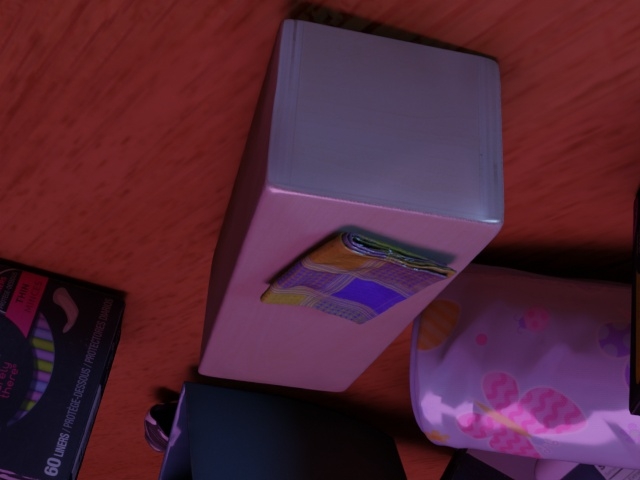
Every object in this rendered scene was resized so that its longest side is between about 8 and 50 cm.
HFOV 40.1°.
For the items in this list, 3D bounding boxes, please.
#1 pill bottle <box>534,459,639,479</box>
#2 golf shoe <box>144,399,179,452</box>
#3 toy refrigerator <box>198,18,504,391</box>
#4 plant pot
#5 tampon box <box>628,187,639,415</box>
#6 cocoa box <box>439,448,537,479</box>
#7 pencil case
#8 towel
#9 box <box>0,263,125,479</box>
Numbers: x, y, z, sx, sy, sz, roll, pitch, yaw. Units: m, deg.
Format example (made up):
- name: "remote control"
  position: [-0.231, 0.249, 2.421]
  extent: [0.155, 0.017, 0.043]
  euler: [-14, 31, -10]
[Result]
- name: "pill bottle"
  position: [0.214, 0.164, 0.611]
  extent: [0.180, 0.108, 0.108]
  euler: [50, 163, 21]
- name: "golf shoe"
  position: [-0.106, 0.226, 0.987]
  extent: [0.198, 0.077, 0.094]
  euler: [9, 153, 3]
- name: "toy refrigerator"
  position: [0.000, 0.000, 0.483]
  extent: [0.102, 0.094, 0.269]
  euler: [9, 155, -9]
- name: "plant pot"
  position: [-0.035, 0.267, 0.893]
  extent: [0.234, 0.165, 0.166]
  euler: [8, 123, -18]
- name: "tampon box"
  position: [0.227, 0.018, 0.384]
  extent: [0.160, 0.121, 0.101]
  euler: [7, 153, 10]
- name: "cocoa box"
  position: [0.185, 0.322, 0.792]
  extent: [0.231, 0.228, 0.347]
  euler: [29, 161, 14]
- name: "pencil case"
  position: [0.189, 0.074, 0.516]
  extent: [0.273, 0.113, 0.124]
  euler: [-1, 115, 25]
- name: "towel"
  position: [0.015, 0.019, 0.399]
  extent: [0.060, 0.010, 0.083]
  euler: [17, 152, -27]
- name: "box"
  position: [-0.320, 0.106, 0.739]
  extent: [0.270, 0.165, 0.143]
  euler: [16, 154, -8]
